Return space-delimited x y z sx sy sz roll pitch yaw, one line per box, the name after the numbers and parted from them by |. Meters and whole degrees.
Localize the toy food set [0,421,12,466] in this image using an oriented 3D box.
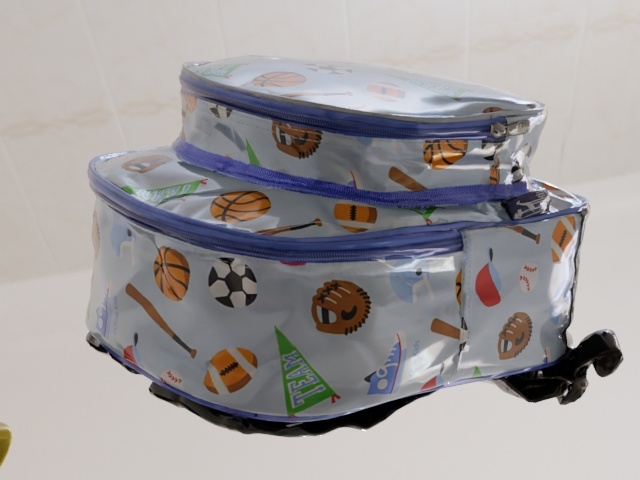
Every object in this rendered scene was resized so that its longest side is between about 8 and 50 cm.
-0.301 0.134 0.801 0.128 0.218 0.071 45 -69 7 | toy food set

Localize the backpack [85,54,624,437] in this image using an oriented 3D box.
0.000 0.000 0.652 0.263 0.213 0.276 -19 -158 -41 | backpack
